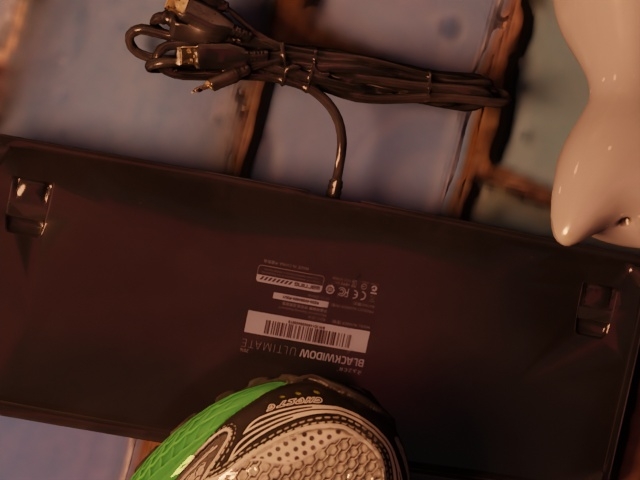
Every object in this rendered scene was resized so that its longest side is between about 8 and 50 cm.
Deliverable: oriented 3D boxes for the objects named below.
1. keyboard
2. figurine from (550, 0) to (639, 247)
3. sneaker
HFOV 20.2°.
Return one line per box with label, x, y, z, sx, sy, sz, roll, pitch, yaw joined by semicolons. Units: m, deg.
keyboard;0.000;0.000;0.798;0.317;0.033;0.202;11;96;-13
figurine;0.185;-0.073;0.757;0.214;0.092;0.209;8;66;-16
sneaker;-0.055;0.217;0.738;0.134;0.146;0.344;27;87;-13
